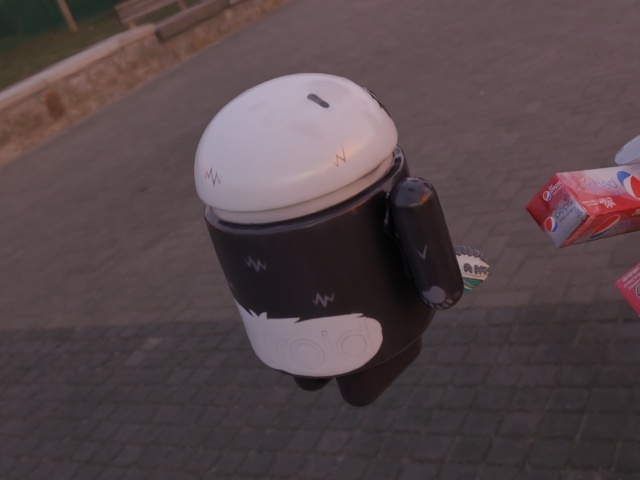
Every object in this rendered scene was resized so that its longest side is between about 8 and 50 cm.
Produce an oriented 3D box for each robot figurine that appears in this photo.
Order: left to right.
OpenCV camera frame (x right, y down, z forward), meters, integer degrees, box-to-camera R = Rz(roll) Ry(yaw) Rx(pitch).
[{"bbox_3d":[0.003,-0.001,0.732,0.209,0.278,0.173,-13,26,9],"label":"robot figurine"}]

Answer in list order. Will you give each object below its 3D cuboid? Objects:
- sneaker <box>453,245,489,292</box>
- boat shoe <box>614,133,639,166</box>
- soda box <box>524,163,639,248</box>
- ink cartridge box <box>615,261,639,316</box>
[{"bbox_3d":[0.252,0.065,2.024,0.275,0.110,0.107,15,44,-13],"label":"sneaker"},{"bbox_3d":[0.654,-0.173,1.476,0.306,0.105,0.113,-35,18,36],"label":"boat shoe"},{"bbox_3d":[0.456,-0.060,1.429,0.263,0.092,0.083,-9,-33,-41],"label":"soda box"},{"bbox_3d":[0.425,0.083,0.873,0.092,0.218,0.158,-26,-18,-21],"label":"ink cartridge box"}]
